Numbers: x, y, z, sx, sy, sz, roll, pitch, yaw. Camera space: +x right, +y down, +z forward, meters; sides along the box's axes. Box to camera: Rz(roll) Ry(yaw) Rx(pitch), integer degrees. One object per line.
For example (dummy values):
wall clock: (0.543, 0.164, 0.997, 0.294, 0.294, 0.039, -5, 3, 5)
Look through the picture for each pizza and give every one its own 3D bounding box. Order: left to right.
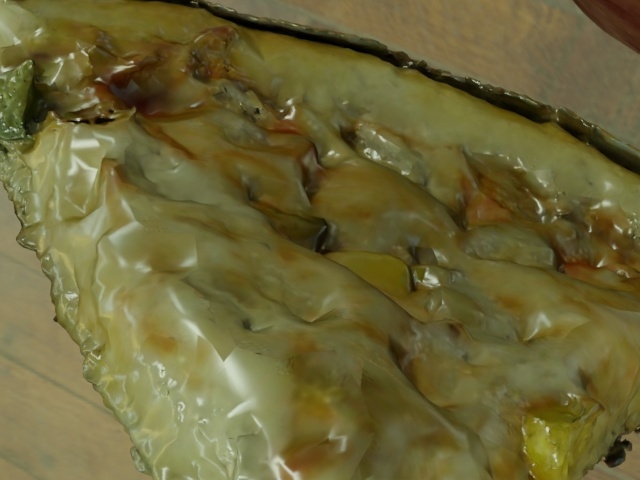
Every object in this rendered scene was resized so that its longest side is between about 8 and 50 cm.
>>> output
pizza: (0.003, -0.018, 0.740, 0.392, 0.435, 0.080, 37, 124, 19)

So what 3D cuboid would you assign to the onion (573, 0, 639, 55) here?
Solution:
onion: (0.192, -0.191, 0.469, 0.353, 0.353, 0.354, -4, 78, 21)
